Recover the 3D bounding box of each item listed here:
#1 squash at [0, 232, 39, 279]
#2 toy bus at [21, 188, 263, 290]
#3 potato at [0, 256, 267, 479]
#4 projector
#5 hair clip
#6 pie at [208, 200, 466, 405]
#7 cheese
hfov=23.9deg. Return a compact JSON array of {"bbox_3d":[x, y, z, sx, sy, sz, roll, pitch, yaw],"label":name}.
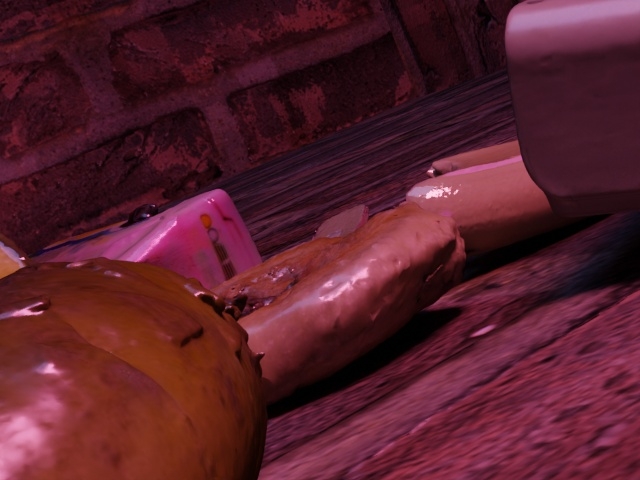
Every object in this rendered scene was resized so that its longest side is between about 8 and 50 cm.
[{"bbox_3d":[-0.205,0.094,0.531,0.247,0.132,0.132,-25,7,-38],"label":"squash"},{"bbox_3d":[-0.164,0.044,1.033,0.274,0.090,0.112,-15,15,43],"label":"toy bus"},{"bbox_3d":[-0.094,0.074,0.409,0.149,0.113,0.251,-15,7,25],"label":"potato"},{"bbox_3d":[0.221,-0.097,0.711,0.198,0.108,0.250,-5,13,28],"label":"projector"},{"bbox_3d":[0.000,0.002,1.151,0.054,0.022,0.137,-20,6,22],"label":"hair clip"},{"bbox_3d":[-0.033,0.046,0.746,0.185,0.052,0.218,-33,10,-39],"label":"pie"},{"bbox_3d":[0.151,-0.039,0.865,0.235,0.049,0.127,-15,7,-6],"label":"cheese"}]
